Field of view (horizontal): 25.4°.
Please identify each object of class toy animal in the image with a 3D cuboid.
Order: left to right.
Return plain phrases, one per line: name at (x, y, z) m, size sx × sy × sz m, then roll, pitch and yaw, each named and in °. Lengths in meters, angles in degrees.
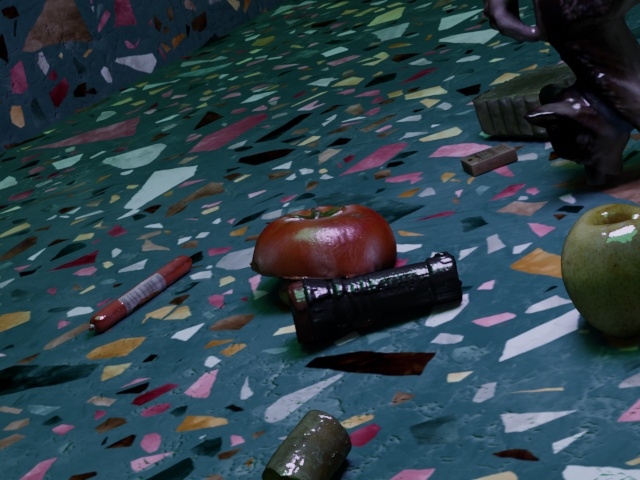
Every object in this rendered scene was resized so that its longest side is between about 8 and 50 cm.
toy animal at (0.395, -0.246, 2.105) m, size 0.303 × 0.344 × 0.194 m, roll 2°, pitch 21°, yaw 22°

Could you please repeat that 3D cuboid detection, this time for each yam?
yam at (-0.015, 0.238, 1.528) m, size 0.070 × 0.069 × 0.146 m, roll -7°, pitch 22°, yaw 28°

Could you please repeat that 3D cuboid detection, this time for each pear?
pear at (0.360, 0.032, 1.672) m, size 0.167 × 0.136 × 0.167 m, roll -13°, pitch 17°, yaw 4°

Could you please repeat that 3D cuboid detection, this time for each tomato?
tomato at (0.001, -0.002, 2.093) m, size 0.225 × 0.085 × 0.225 m, roll -5°, pitch 15°, yaw 1°

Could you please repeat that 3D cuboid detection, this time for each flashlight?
flashlight at (0.075, 0.075, 1.894) m, size 0.232 × 0.093 × 0.093 m, roll -11°, pitch 19°, yaw 0°

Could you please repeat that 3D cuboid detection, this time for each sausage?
sausage at (-0.283, 0.082, 2.257) m, size 0.034 × 0.034 × 0.253 m, roll -1°, pitch 24°, yaw 40°

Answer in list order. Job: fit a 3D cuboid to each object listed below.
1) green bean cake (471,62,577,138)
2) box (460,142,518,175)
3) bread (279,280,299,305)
green bean cake at (0.387, -0.248, 2.506) m, size 0.183 × 0.094 × 0.185 m, roll -31°, pitch 22°, yaw -34°
box at (0.284, -0.136, 2.390) m, size 0.083 × 0.024 × 0.053 m, roll -19°, pitch 19°, yaw -11°
bread at (-0.029, 0.068, 2.069) m, size 0.049 × 0.033 × 0.088 m, roll -6°, pitch 22°, yaw 20°
